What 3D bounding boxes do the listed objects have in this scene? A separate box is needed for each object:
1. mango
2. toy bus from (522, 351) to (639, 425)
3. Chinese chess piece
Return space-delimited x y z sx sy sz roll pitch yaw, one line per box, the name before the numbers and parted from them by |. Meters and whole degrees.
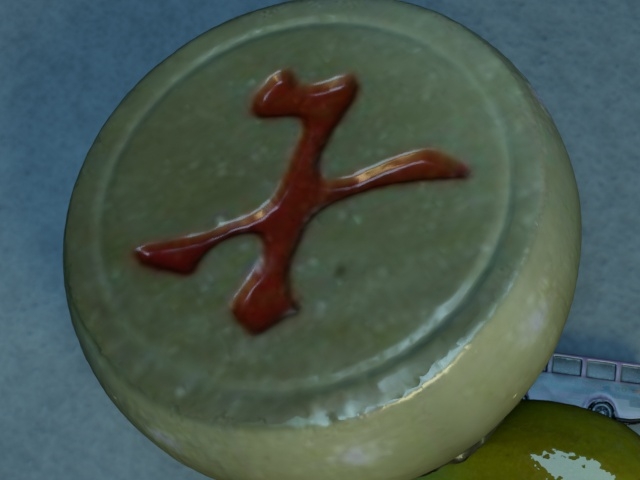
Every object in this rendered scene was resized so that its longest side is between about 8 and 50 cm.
mango | 0.133 0.166 0.773 0.194 0.092 0.130 14 110 9
toy bus | 0.168 0.102 0.822 0.130 0.037 0.052 7 75 5
Chinese chess piece | 0.000 0.000 0.764 0.338 0.140 0.338 -7 62 13
